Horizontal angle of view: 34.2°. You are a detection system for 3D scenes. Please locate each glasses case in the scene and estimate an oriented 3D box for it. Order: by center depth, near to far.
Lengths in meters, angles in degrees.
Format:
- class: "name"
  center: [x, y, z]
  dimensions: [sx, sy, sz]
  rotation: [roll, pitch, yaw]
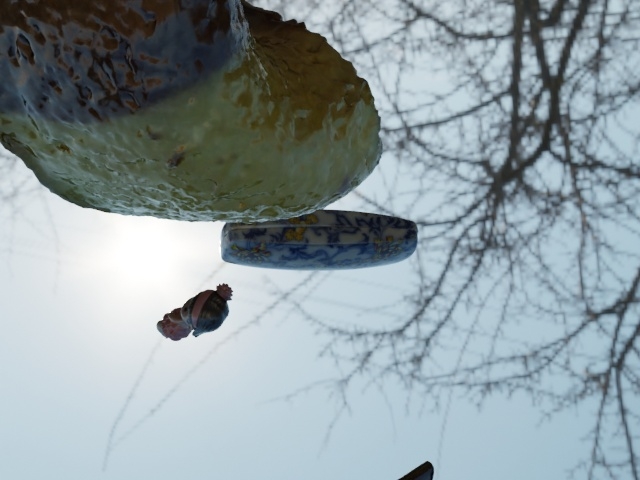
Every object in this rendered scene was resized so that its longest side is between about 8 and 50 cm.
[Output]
- class: "glasses case"
  center: [0.000, 0.000, 1.278]
  dimensions: [0.248, 0.087, 0.065]
  rotation: [1, -117, -17]

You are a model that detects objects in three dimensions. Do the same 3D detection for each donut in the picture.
- class: "donut"
  center: [-0.064, -0.103, 0.433]
  dimensions: [0.112, 0.295, 0.151]
  rotation: [13, -135, 38]

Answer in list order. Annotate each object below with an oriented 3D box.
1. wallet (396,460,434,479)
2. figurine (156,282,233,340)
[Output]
- class: "wallet"
  center: [0.086, 0.461, 1.681]
  dimensions: [0.255, 0.137, 0.031]
  rotation: [-22, -144, -35]
- class: "figurine"
  center: [-0.170, 0.104, 1.431]
  dimensions: [0.129, 0.054, 0.072]
  rotation: [-28, -167, 46]
